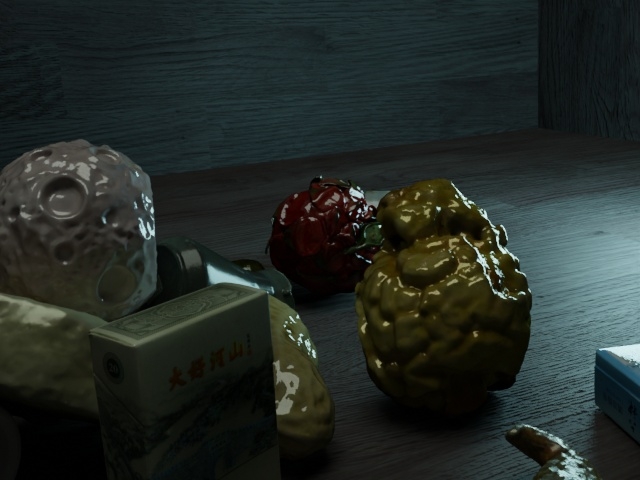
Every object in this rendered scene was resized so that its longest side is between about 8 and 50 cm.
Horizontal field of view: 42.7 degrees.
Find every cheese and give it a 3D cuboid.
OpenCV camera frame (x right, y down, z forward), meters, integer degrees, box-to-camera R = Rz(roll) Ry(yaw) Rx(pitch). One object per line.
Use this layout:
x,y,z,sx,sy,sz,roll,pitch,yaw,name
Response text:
-0.330,0.156,0.982,0.327,0.115,0.318,10,-20,9,cheese

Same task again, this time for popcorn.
0.172,0.073,1.099,0.225,0.332,0.265,-25,-30,33,popcorn

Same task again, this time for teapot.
-0.174,0.099,1.256,0.225,0.170,0.203,15,-42,-44,teapot

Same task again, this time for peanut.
-0.064,0.174,1.052,0.153,0.140,0.325,35,8,-24,peanut

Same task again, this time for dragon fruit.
0.000,0.000,1.561,0.234,0.233,0.293,-13,5,-31,dragon fruit

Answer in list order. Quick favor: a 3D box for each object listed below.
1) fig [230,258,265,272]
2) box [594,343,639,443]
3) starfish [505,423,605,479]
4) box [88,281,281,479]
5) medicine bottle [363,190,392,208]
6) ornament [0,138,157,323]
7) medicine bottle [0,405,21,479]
-0.167,0.097,1.442,0.178,0.117,0.117,-14,10,21,fig
0.472,0.180,0.993,0.233,0.083,0.142,-5,14,-8,box
0.116,0.279,0.722,0.432,0.082,0.324,-12,20,-20,starfish
-0.118,0.184,0.774,0.069,0.256,0.164,9,19,38,box
0.100,-0.030,1.752,0.254,0.152,0.152,-2,15,12,medicine bottle
-0.332,-0.003,1.083,0.225,0.259,0.259,-3,14,-12,ornament
-0.488,0.232,0.933,0.274,0.133,0.133,4,17,25,medicine bottle
